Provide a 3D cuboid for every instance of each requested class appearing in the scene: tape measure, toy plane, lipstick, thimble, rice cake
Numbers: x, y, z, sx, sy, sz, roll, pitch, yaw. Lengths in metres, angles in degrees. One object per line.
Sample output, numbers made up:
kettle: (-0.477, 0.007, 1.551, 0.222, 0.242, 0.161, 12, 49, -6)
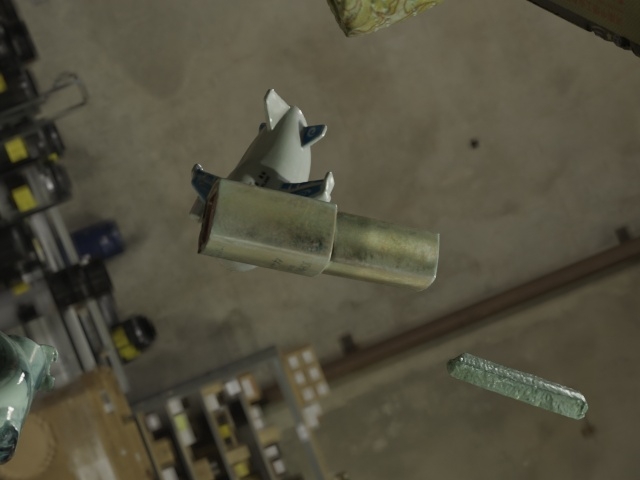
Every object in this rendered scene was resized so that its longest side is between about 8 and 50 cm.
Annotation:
tape measure: (-0.502, 0.206, 1.576, 0.256, 0.275, 0.147, -92, -163, -66)
toy plane: (-0.085, -0.079, 1.742, 0.122, 0.267, 0.267, 39, 18, -45)
lipstick: (0.000, 0.000, 1.302, 0.079, 0.253, 0.077, 133, -33, -67)
thimble: (0.071, -0.343, 1.515, 0.190, 0.143, 0.137, -111, 178, -65)
rice cake: (0.222, 0.163, 1.362, 0.033, 0.170, 0.029, -94, -156, -67)

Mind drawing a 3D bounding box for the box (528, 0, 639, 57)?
box: (0.337, -0.233, 1.058, 0.310, 0.198, 0.084, 45, -30, 50)
